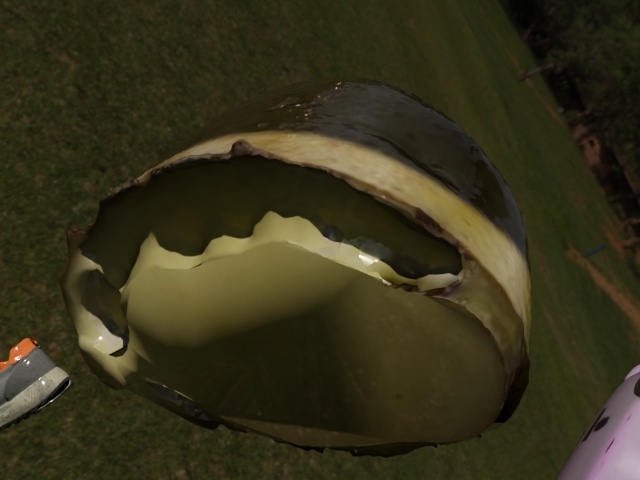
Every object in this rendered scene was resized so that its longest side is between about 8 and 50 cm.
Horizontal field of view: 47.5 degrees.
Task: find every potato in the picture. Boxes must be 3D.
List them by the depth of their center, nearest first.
[{"bbox_3d":[0.000,0.000,0.458,0.243,0.286,0.242,22,61,-44],"label":"potato"}]

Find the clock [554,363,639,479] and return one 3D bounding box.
[{"bbox_3d":[0.226,0.225,0.555,0.113,0.295,0.322,31,-18,28],"label":"clock"}]

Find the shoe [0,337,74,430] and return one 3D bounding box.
[{"bbox_3d":[-0.365,0.173,0.781,0.077,0.195,0.074,61,4,-6],"label":"shoe"}]
